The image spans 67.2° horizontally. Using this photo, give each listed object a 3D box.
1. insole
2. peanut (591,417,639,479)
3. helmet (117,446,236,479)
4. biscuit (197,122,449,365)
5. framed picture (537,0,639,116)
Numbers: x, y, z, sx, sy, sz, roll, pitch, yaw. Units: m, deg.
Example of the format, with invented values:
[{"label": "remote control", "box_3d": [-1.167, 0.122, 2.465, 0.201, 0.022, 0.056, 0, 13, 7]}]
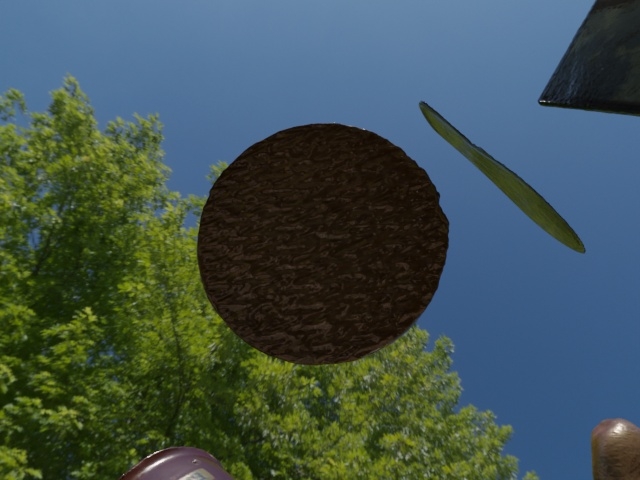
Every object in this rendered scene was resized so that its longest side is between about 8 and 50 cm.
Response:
[{"label": "insole", "box_3d": [0.222, -0.092, 0.630, 0.007, 0.109, 0.322, -39, -129, 7]}, {"label": "peanut", "box_3d": [0.347, 0.276, 0.539, 0.076, 0.076, 0.152, 8, -127, 2]}, {"label": "helmet", "box_3d": [-0.228, 0.561, 0.811, 0.230, 0.385, 0.337, 0, -85, 37]}, {"label": "biscuit", "box_3d": [0.000, 0.000, 0.506, 0.262, 0.037, 0.261, -1, -102, 6]}, {"label": "framed picture", "box_3d": [0.447, -0.309, 0.580, 0.016, 0.265, 0.346, 24, -79, -26]}]
